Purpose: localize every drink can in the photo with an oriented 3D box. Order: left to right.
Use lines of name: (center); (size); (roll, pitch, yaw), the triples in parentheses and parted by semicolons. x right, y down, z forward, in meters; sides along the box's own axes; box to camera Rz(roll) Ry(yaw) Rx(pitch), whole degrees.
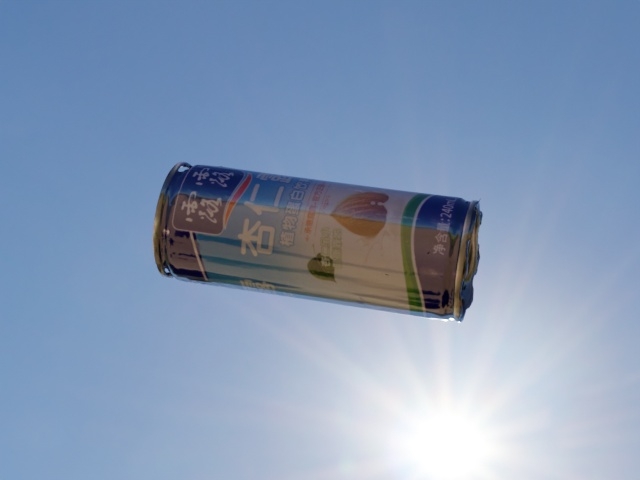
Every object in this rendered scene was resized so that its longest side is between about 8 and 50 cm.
drink can: (0.000, 0.000, 0.925); (0.235, 0.097, 0.097); (9, -49, 12)
